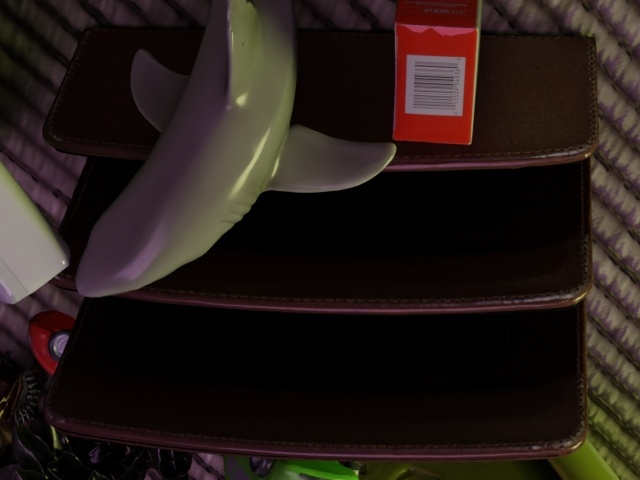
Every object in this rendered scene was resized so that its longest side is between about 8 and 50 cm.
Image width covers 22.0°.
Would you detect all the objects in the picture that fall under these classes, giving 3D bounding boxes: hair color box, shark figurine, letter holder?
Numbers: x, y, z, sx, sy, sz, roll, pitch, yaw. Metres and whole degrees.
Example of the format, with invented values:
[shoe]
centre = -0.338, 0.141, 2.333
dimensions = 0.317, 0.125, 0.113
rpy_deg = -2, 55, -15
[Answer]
[hair color box]
centre = 0.063, -0.119, 0.866
dimensions = 0.043, 0.141, 0.072
rpy_deg = 4, 127, 6
[shark figurine]
centre = -0.054, -0.120, 0.832
dimensions = 0.166, 0.278, 0.116
rpy_deg = -7, 162, 3
[letter holder]
centre = 0.000, 0.000, 0.920
dimensions = 0.302, 0.214, 0.152
rpy_deg = 2, 127, 7

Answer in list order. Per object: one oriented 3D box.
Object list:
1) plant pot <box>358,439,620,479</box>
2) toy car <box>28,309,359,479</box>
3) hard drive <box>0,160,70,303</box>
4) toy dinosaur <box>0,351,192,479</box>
[plant pot]
centre = 0.114, 0.246, 1.073
dimensions = 0.207, 0.227, 0.228
rpy_deg = -23, 124, -9
[toy car]
centre = -0.048, 0.115, 0.986
dimensions = 0.239, 0.225, 0.053
rpy_deg = 14, 100, -26
[hard drive]
centre = -0.271, -0.137, 0.845
dimensions = 0.047, 0.233, 0.353
rpy_deg = -39, 115, -8
[toy dinosaur]
centre = -0.196, 0.173, 1.126
dimensions = 0.218, 0.164, 0.322
rpy_deg = -32, 118, 34
